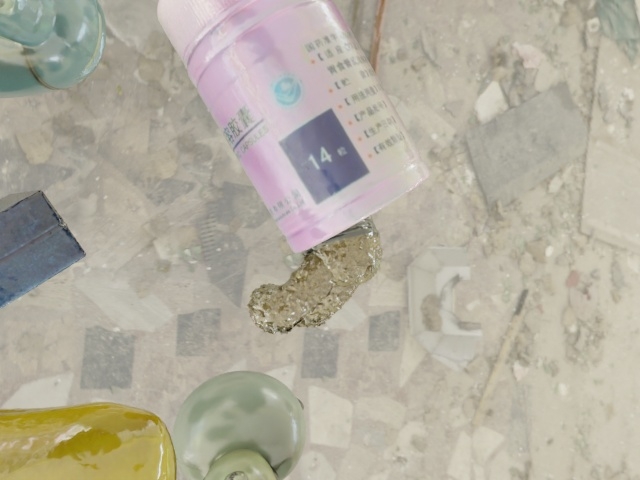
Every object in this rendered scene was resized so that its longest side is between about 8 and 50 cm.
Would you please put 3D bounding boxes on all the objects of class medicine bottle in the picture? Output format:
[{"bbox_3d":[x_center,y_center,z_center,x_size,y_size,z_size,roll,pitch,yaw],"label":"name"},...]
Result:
[{"bbox_3d":[-0.024,-0.132,0.511,0.152,0.152,0.253,-32,93,-27],"label":"medicine bottle"}]

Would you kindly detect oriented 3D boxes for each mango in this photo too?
[{"bbox_3d":[-0.266,0.222,0.389,0.332,0.142,0.195,-5,102,-4],"label":"mango"}]

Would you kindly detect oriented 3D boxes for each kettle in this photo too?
[{"bbox_3d":[-0.441,-0.285,0.641,0.342,0.319,0.246,17,101,8],"label":"kettle"}]

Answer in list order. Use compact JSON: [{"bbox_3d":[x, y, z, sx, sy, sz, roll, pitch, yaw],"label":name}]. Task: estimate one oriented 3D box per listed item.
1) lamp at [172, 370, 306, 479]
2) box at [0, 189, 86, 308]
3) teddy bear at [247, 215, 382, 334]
[{"bbox_3d":[-0.114,0.296,0.780,0.198,0.244,0.197,-3,114,-7],"label":"lamp"},{"bbox_3d":[-0.480,0.045,0.719,0.261,0.279,0.116,-37,112,-29],"label":"box"},{"bbox_3d":[0.017,0.006,0.697,0.182,0.129,0.251,23,80,-63],"label":"teddy bear"}]
